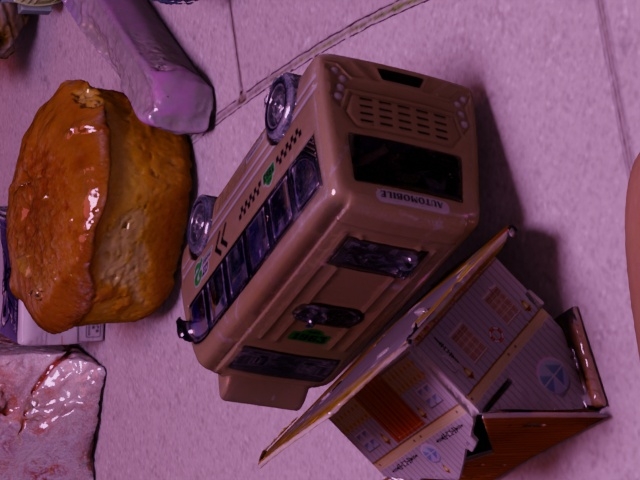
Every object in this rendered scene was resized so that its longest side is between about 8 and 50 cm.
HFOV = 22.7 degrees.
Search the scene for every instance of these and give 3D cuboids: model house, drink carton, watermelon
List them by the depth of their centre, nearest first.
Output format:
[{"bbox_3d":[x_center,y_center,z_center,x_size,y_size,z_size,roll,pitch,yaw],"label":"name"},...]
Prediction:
[{"bbox_3d":[0.082,0.120,1.081,0.136,0.207,0.219,45,141,1],"label":"model house"},{"bbox_3d":[-0.331,0.035,1.829,0.222,0.102,0.134,16,107,59],"label":"drink carton"},{"bbox_3d":[-0.348,0.197,1.853,0.231,0.193,0.310,106,165,-64],"label":"watermelon"}]

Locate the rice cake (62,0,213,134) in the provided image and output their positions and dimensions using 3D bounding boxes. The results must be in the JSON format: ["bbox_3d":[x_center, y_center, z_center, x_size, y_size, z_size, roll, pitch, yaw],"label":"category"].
[{"bbox_3d":[-0.208,-0.229,1.633,0.399,0.070,0.064,54,131,44],"label":"rice cake"}]

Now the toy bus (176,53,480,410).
[{"bbox_3d":[0.000,0.000,1.182,0.289,0.139,0.157,-49,36,48],"label":"toy bus"}]

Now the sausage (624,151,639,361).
[{"bbox_3d":[0.228,0.061,0.827,0.123,0.123,0.252,-25,68,58],"label":"sausage"}]

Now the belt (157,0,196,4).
[{"bbox_3d":[-0.162,-0.320,1.485,0.218,0.122,0.128,49,144,42],"label":"belt"}]

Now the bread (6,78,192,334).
[{"bbox_3d":[-0.230,-0.035,1.609,0.268,0.146,0.268,-10,78,60],"label":"bread"}]

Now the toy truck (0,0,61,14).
[{"bbox_3d":[-0.326,-0.348,1.826,0.100,0.077,0.168,-15,77,62],"label":"toy truck"}]

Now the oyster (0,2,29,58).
[{"bbox_3d":[-0.447,-0.292,1.987,0.337,0.133,0.197,-160,74,-64],"label":"oyster"}]
